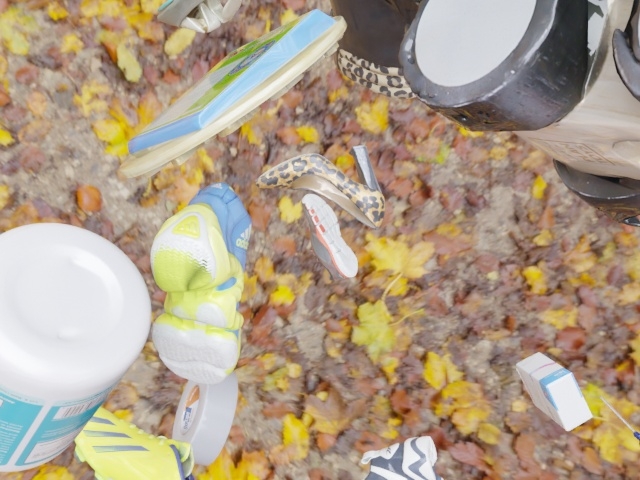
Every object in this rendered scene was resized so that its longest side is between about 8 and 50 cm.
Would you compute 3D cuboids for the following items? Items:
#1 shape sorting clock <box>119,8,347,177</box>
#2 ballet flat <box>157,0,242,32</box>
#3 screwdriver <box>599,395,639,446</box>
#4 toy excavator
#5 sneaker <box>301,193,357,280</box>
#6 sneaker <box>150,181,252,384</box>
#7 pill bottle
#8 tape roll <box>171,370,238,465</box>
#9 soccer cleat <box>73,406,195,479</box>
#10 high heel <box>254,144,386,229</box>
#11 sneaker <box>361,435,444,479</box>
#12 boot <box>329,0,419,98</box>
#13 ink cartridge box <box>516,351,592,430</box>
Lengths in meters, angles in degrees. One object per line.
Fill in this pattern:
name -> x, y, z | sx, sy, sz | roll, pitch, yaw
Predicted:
shape sorting clock -> -0.067, -0.110, 0.597 | 0.206, 0.206, 0.040 | -43, 111, -12
ballet flat -> -0.136, -0.277, 0.904 | 0.072, 0.213, 0.068 | -39, 103, -23
screwdriver -> 0.531, 0.324, 1.334 | 0.025, 0.170, 0.024 | -24, 125, -13
toy excavator -> 0.211, -0.249, 0.487 | 0.222, 0.433, 0.445 | 22, 87, -38
sneaker -> 0.000, 0.000, 1.296 | 0.061, 0.065, 0.158 | -23, 86, -52
sneaker -> -0.103, 0.041, 0.762 | 0.091, 0.240, 0.126 | 19, 50, 6
pill bottle -> -0.258, 0.110, 0.678 | 0.146, 0.264, 0.146 | 19, 48, -23
tape roll -> -0.261, 0.388, 1.736 | 0.072, 0.219, 0.219 | 20, 78, -21
soccer cleat -> -0.227, 0.295, 1.021 | 0.289, 0.093, 0.121 | 38, 84, 29
high heel -> 0.005, -0.090, 1.638 | 0.261, 0.093, 0.186 | -14, 78, -10
sneaker -> 0.137, 0.448, 1.323 | 0.153, 0.094, 0.235 | -10, 114, 18
boot -> 0.030, -0.386, 1.053 | 0.138, 0.284, 0.377 | -35, 58, -16
ink cartridge box -> 0.385, 0.248, 1.284 | 0.052, 0.122, 0.088 | -29, 101, -5
